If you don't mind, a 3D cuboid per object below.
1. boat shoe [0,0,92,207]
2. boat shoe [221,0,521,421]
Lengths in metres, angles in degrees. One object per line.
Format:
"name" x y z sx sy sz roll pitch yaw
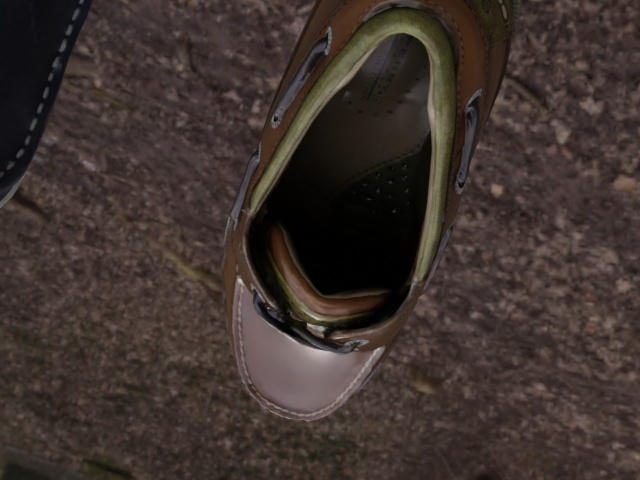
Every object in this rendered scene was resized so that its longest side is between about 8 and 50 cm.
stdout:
"boat shoe" -0.138 -0.229 0.401 0.156 0.500 0.187 25 -164 27
"boat shoe" 0.000 0.000 0.414 0.111 0.104 0.307 17 132 4
